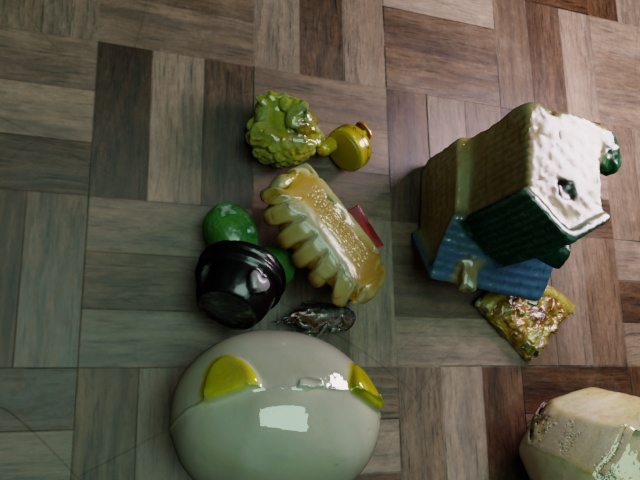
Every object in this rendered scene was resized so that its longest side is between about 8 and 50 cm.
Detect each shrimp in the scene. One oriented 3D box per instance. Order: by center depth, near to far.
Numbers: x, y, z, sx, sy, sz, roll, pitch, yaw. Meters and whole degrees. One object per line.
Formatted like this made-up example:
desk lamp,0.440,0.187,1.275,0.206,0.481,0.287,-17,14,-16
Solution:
shrimp,-0.015,0.167,1.402,0.190,0.075,0.073,-1,110,-29

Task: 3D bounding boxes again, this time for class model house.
model house,0.433,-0.051,1.453,0.334,0.382,0.343,13,68,-16

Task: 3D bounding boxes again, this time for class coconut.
coconut,0.602,0.488,1.442,0.352,0.352,0.353,5,76,-21

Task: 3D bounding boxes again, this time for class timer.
timer,0.056,-0.203,1.489,0.109,0.107,0.107,-38,93,-34

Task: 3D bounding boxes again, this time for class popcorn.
popcorn,-0.083,-0.242,1.438,0.173,0.142,0.173,0,92,0

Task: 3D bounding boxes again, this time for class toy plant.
toy plant,-0.156,0.050,1.328,0.218,0.175,0.235,37,40,-18

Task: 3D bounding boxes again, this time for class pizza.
pizza,0.499,0.190,1.604,0.292,0.058,0.197,8,76,-20

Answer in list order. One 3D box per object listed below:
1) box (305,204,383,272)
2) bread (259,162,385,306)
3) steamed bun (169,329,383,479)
box,0.039,0.010,1.467,0.175,0.048,0.112,-33,92,-25
bread,0.000,0.000,1.351,0.311,0.121,0.173,54,38,0
steamed bun,-0.078,0.316,1.199,0.374,0.334,0.334,6,76,-24
